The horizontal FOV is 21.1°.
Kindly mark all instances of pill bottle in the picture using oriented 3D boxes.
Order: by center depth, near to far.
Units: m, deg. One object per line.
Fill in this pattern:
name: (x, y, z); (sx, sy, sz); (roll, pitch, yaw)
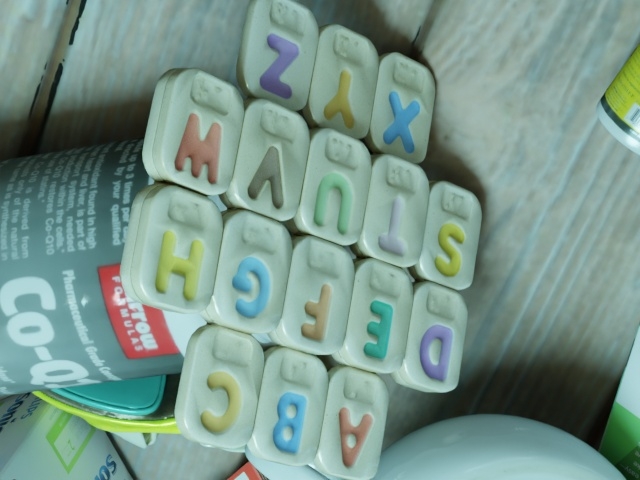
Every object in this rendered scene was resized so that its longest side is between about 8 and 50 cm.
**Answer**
pill bottle: (0.230, -0.111, 1.081); (0.065, 0.065, 0.116); (31, 118, -5)
pill bottle: (-0.138, 0.015, 1.157); (0.283, 0.161, 0.161); (-8, 114, 15)

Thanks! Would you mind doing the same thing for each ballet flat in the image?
ballet flat: (-0.105, 0.120, 1.258); (0.231, 0.077, 0.077); (4, 134, 6)

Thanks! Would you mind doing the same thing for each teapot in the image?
teapot: (0.097, 0.224, 1.197); (0.253, 0.187, 0.256); (-16, 105, -14)

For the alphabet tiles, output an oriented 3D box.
alphabet tiles: (0.000, 0.000, 1.064); (0.021, 0.278, 0.284); (-1, 164, 45)

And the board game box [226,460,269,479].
board game box: (-0.069, 0.277, 1.299); (0.193, 0.045, 0.146); (-43, 65, 25)

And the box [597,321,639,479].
box: (0.310, 0.085, 1.083); (0.232, 0.058, 0.322); (35, 131, 30)

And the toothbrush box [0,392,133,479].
toothbrush box: (-0.303, 0.235, 1.271); (0.283, 0.206, 0.122); (-20, 107, 20)
